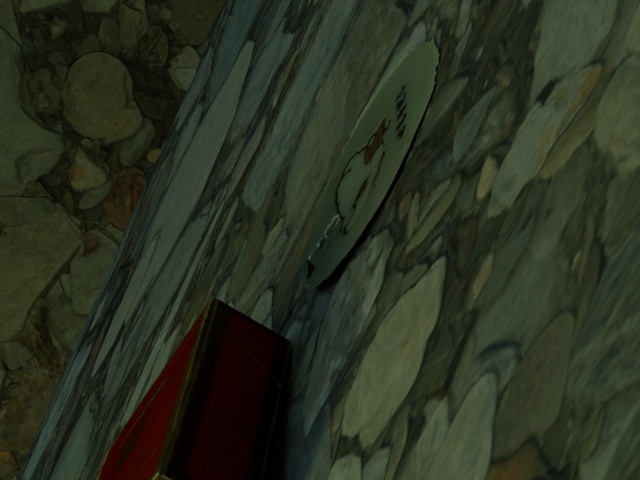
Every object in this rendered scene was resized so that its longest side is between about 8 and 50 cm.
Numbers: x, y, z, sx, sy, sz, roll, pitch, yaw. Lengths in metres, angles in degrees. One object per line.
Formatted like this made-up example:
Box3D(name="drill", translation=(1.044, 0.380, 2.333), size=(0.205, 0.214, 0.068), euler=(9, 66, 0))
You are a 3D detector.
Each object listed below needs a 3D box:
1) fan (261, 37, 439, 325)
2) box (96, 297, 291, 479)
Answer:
Box3D(name="fan", translation=(0.001, 0.000, 1.196), size=(0.329, 0.009, 0.191), euler=(-58, 14, 25))
Box3D(name="box", translation=(-0.093, 0.154, 1.085), size=(0.153, 0.074, 0.240), euler=(-59, 8, 22))
